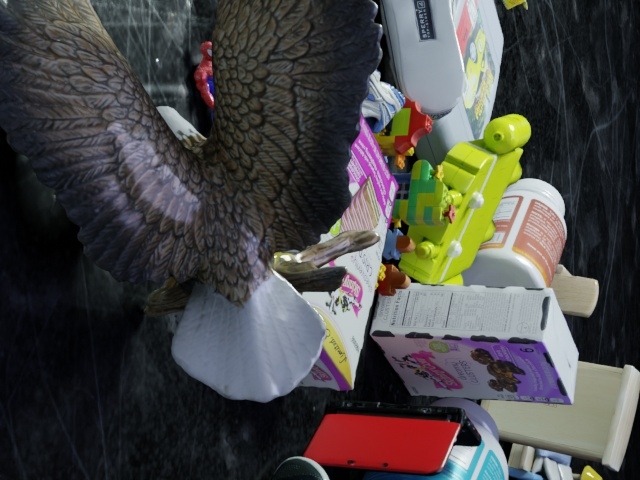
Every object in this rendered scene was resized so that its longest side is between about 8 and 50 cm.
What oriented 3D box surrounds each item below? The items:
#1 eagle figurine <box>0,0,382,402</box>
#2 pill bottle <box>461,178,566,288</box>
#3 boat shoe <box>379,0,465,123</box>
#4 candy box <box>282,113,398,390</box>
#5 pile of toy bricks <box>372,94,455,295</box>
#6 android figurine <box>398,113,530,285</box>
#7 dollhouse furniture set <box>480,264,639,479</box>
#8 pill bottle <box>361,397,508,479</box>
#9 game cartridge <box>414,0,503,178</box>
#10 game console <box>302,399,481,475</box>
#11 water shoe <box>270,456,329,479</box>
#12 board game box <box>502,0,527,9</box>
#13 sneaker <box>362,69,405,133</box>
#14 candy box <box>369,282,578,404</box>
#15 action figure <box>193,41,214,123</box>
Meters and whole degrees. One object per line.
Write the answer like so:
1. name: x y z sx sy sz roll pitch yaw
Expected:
1. eagle figurine: -0.082 -0.061 0.884 0.226 0.225 0.298 -53 149 -39
2. pill bottle: 0.265 0.009 1.749 0.216 0.121 0.121 -58 141 -50
3. boat shoe: 0.110 -0.260 1.439 0.088 0.096 0.267 125 -44 -78
4. candy box: 0.000 0.000 1.202 0.159 0.071 0.233 59 39 -51
5. pile of toy bricks: 0.092 -0.039 1.371 0.118 0.105 0.212 40 55 -61
6. android figurine: 0.170 -0.035 1.527 0.248 0.056 0.273 -67 163 15
7. dollhouse furniture set: 0.393 0.221 1.868 0.303 0.198 0.286 35 68 -55
8. pill bottle: 0.114 0.277 1.373 0.264 0.146 0.146 -52 136 -54
9. game cartridge: 0.169 -0.218 1.619 0.196 0.060 0.294 69 31 -48
10. game console: 0.073 0.207 1.282 0.124 0.144 0.085 54 43 -54
11. water shoe: -0.043 0.261 1.103 0.080 0.073 0.203 64 34 -42
12. board game box: 0.206 -0.407 1.657 0.259 0.039 0.124 50 17 -53
13. sneaker: 0.034 -0.148 1.302 0.135 0.052 0.058 33 86 -45
14. candy box: 0.175 0.116 1.448 0.165 0.196 0.070 55 42 -52
15. action figure: -0.081 -0.109 1.070 0.038 0.030 0.115 -48 132 -50
